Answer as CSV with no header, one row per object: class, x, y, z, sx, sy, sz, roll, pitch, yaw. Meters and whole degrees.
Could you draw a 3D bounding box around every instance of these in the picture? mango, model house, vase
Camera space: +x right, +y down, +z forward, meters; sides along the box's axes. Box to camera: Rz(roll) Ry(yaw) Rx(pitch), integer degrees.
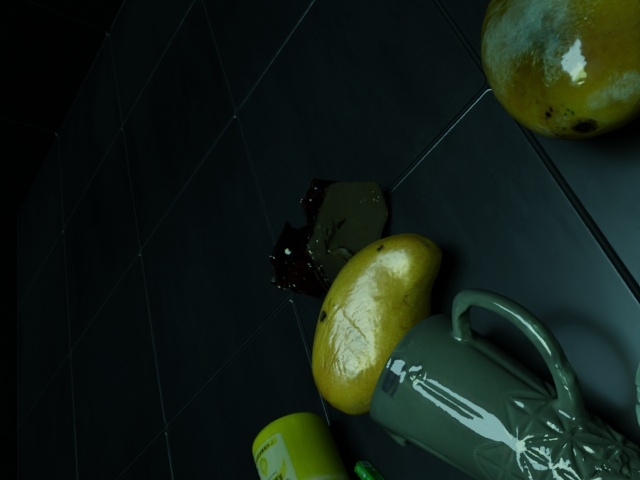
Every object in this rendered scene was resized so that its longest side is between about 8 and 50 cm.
mango,0.269,-0.237,0.748,0.193,0.146,0.316,-45,37,30
model house,0.010,-0.001,1.045,0.203,0.141,0.164,-64,13,-17
mango,0.078,0.111,0.900,0.157,0.109,0.262,27,89,30
vase,0.202,0.189,0.697,0.300,0.156,0.251,28,121,46

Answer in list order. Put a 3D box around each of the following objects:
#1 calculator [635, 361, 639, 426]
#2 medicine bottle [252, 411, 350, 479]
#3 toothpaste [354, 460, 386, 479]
calculator,0.374,0.143,0.546,0.246,0.045,0.141,23,96,61
medicine bottle,-0.013,0.363,0.935,0.122,0.121,0.213,-54,42,27
toothpaste,0.078,0.335,0.910,0.083,0.020,0.017,36,109,51
